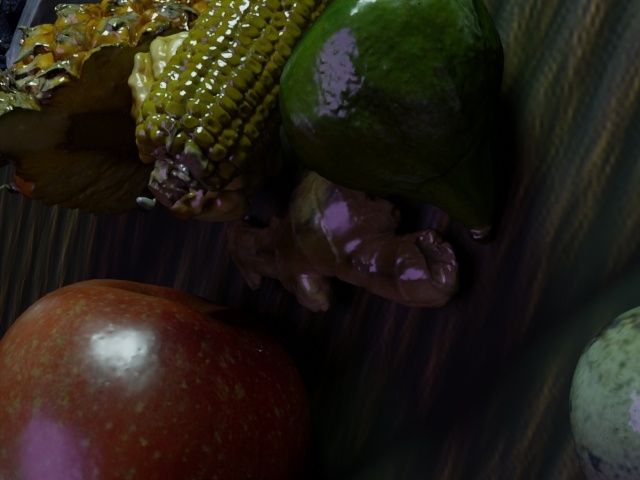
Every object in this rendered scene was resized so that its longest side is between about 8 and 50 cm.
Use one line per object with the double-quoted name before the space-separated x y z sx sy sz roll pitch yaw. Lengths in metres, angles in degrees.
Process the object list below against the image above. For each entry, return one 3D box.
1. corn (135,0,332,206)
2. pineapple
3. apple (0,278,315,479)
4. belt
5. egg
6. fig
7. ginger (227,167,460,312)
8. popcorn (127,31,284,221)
"corn" -0.061 -0.171 0.923 0.119 0.119 0.322 22 74 47
"pineapple" -0.299 -0.196 1.150 0.344 0.286 0.209 -53 55 37
"apple" -0.173 0.187 0.996 0.348 0.348 0.277 10 88 49
"belt" -0.366 -0.315 1.342 0.230 0.126 0.139 -56 52 35
"egg" 0.236 0.126 0.659 0.141 0.141 0.181 8 117 49
"fig" 0.087 -0.107 0.825 0.235 0.203 0.203 43 134 -7
"ginger" 0.000 0.000 0.980 0.334 0.081 0.148 -9 102 51
"popcorn" -0.108 -0.115 1.040 0.140 0.163 0.194 -19 78 33
